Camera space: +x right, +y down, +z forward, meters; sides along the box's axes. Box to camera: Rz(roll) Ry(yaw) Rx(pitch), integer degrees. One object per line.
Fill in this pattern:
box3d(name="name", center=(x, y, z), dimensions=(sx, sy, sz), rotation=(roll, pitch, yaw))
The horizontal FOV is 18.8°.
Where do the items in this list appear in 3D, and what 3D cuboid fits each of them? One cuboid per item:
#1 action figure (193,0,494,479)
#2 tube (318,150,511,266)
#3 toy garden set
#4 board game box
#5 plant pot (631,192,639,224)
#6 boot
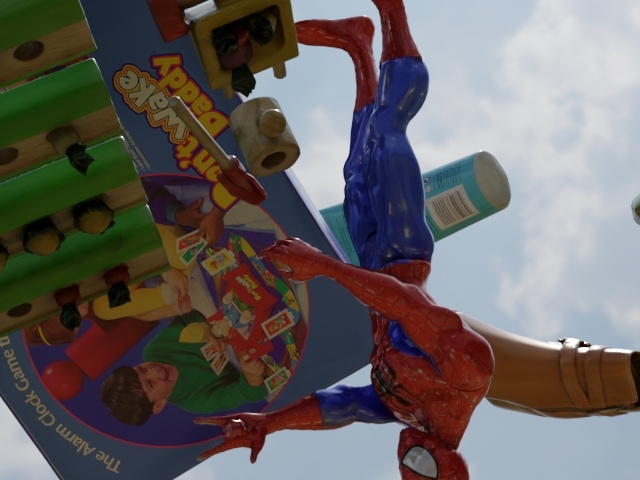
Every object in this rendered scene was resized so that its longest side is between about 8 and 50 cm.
box3d(name="action figure", center=(0.000, 0.000, 0.929), dimensions=(0.139, 0.280, 0.091), rotation=(-4, -27, -19))
box3d(name="tube", center=(0.064, -0.016, 1.650), dimensions=(0.207, 0.080, 0.052), rotation=(-23, -13, 33))
box3d(name="toy garden set", center=(-0.091, -0.035, 0.892), dimensions=(0.204, 0.049, 0.244), rotation=(-22, -28, -6))
box3d(name="board game box", center=(-0.141, -0.021, 1.235), dimensions=(0.233, 0.078, 0.347), rotation=(-31, -73, 4))
box3d(name="plant pot", center=(0.290, -0.023, 0.856), dimensions=(0.254, 0.276, 0.276), rotation=(-40, -34, 8))
box3d(name="boot", center=(0.182, 0.100, 1.576), dimensions=(0.152, 0.073, 0.197), rotation=(0, -14, 34))
